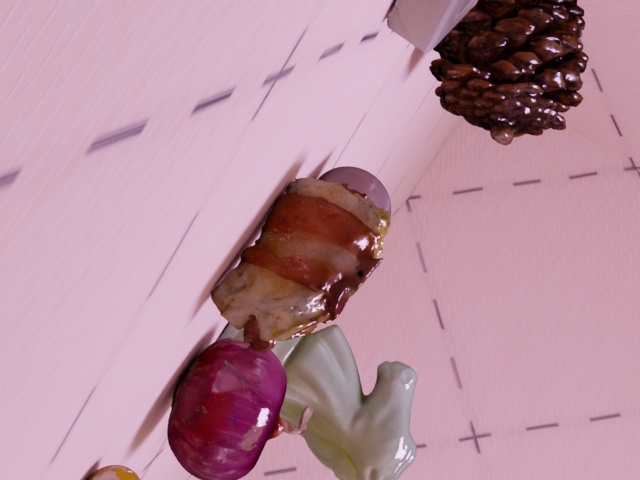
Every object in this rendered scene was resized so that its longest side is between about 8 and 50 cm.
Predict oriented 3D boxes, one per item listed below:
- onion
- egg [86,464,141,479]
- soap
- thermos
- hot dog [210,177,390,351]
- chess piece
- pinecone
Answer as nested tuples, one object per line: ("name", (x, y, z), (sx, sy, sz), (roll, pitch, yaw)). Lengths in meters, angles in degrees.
("onion", (-0.108, 0.204, 1.751), (0.177, 0.153, 0.177), (-43, 168, -12))
("egg", (-0.217, 0.271, 1.541), (0.071, 0.071, 0.083), (-57, 178, 0))
("soap", (0.143, -0.292, 1.486), (0.121, 0.064, 0.183), (-49, 171, -42))
("thermos", (0.000, 0.000, 1.731), (0.137, 0.105, 0.193), (-18, -162, 22))
("hot dog", (-0.016, 0.028, 1.568), (0.213, 0.146, 0.103), (-51, 148, -15))
("chess piece", (0.006, 0.194, 1.924), (0.175, 0.298, 0.176), (-54, 174, -8))
("pinecone", (0.256, -0.261, 1.986), (0.224, 0.224, 0.272), (99, 1, -79))
